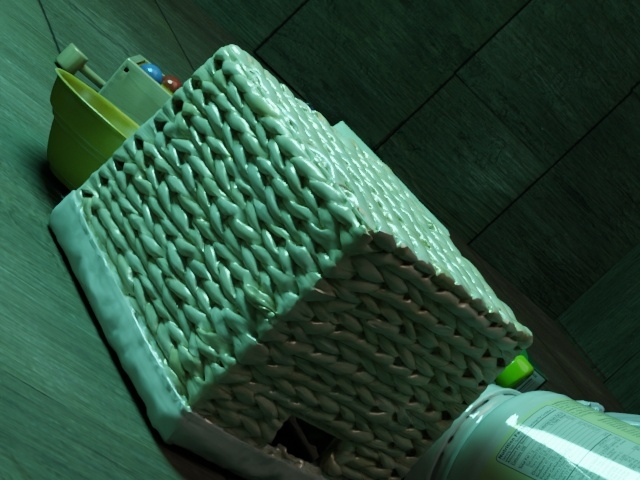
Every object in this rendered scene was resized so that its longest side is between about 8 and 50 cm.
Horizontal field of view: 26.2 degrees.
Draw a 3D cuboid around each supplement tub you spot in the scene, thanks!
[{"bbox_3d":[0.267,0.293,1.400,0.325,0.235,0.235,21,-8,40],"label":"supplement tub"}]

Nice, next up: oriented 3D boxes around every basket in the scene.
[{"bbox_3d":[-0.030,0.042,1.342,0.328,0.266,0.331,34,14,-47],"label":"basket"}]

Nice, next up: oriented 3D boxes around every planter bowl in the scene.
[{"bbox_3d":[-0.228,-0.083,1.486,0.217,0.090,0.217,41,3,-3],"label":"planter bowl"}]

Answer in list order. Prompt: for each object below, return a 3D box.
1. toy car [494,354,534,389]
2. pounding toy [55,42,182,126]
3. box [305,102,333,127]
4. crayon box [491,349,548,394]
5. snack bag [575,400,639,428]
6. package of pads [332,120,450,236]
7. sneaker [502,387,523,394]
[{"bbox_3d":[0.181,0.174,1.869,0.155,0.149,0.188,52,-17,16],"label":"toy car"},{"bbox_3d":[-0.255,-0.211,1.873,0.206,0.094,0.181,41,8,-7],"label":"pounding toy"},{"bbox_3d":[0.013,-0.068,2.234,0.270,0.165,0.143,45,11,-5],"label":"box"},{"bbox_3d":[0.223,0.114,2.545,0.363,0.106,0.313,41,11,-28],"label":"crayon box"},{"bbox_3d":[0.408,0.259,2.059,0.343,0.037,0.323,5,-5,16],"label":"snack bag"},{"bbox_3d":[0.000,0.000,1.730,0.229,0.101,0.296,48,47,11],"label":"package of pads"},{"bbox_3d":[0.151,0.206,1.663,0.341,0.125,0.139,21,10,-28],"label":"sneaker"}]
